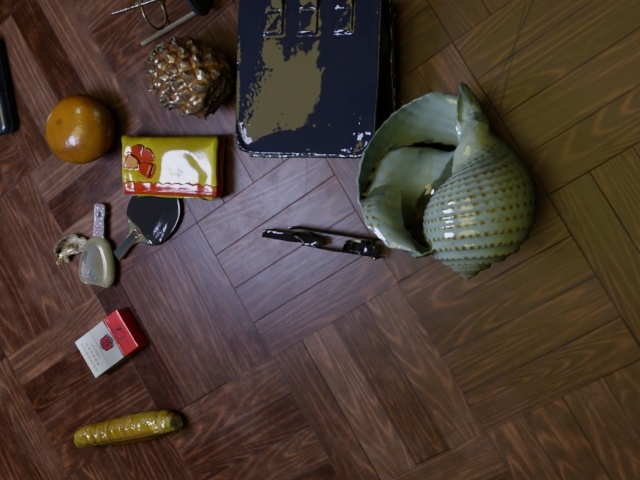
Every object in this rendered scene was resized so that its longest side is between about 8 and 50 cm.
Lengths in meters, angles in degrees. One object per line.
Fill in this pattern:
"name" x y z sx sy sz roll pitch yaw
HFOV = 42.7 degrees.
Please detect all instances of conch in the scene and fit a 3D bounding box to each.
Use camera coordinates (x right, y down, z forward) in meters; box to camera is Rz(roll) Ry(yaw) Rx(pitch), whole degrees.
"conch" 0.228 -0.090 1.454 0.303 0.215 0.319 -3 64 18

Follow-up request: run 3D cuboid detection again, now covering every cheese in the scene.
"cheese" -0.508 0.010 1.876 0.097 0.037 0.192 8 99 22

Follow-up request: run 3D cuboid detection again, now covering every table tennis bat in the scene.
"table tennis bat" -0.391 -0.038 1.829 0.220 0.019 0.130 -46 77 20

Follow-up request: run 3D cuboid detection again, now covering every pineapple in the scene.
"pineapple" -0.279 -0.340 1.670 0.193 0.166 0.166 36 109 19

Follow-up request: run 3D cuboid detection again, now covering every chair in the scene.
"chair" -0.314 -0.486 1.707 0.221 0.104 0.095 -15 116 29

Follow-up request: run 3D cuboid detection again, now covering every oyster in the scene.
"oyster" -0.580 0.019 1.919 0.083 0.038 0.080 4 110 -2

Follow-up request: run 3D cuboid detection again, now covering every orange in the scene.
"orange" -0.528 -0.244 1.808 0.156 0.124 0.156 -6 77 30

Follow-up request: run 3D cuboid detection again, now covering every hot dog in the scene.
"hot dog" -0.443 0.431 1.881 0.289 0.083 0.068 -13 72 24

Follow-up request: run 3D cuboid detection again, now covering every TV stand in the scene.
"TV stand" 0.000 0.000 1.654 0.249 0.036 0.042 9 101 23

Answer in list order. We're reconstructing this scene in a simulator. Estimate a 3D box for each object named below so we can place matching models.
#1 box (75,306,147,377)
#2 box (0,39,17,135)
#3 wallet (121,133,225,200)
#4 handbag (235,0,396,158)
"box" -0.482 0.235 1.888 0.152 0.048 0.100 -36 83 25
"box" -0.810 -0.358 1.955 0.160 0.050 0.230 -8 93 24
"wallet" -0.320 -0.158 1.752 0.241 0.067 0.141 3 92 22
"handbag" -0.007 -0.324 1.572 0.303 0.122 0.329 4 98 24
